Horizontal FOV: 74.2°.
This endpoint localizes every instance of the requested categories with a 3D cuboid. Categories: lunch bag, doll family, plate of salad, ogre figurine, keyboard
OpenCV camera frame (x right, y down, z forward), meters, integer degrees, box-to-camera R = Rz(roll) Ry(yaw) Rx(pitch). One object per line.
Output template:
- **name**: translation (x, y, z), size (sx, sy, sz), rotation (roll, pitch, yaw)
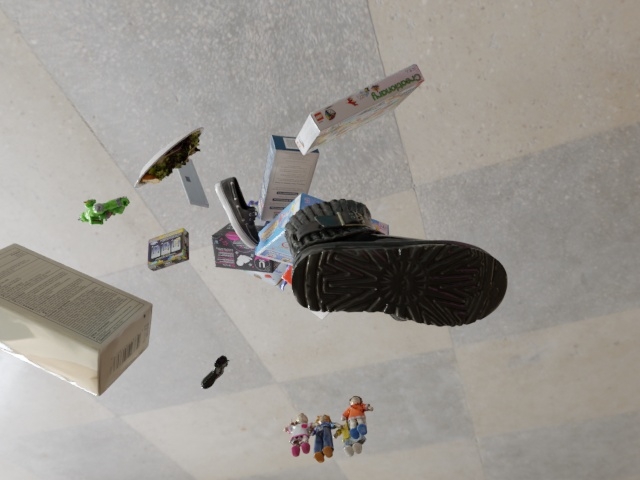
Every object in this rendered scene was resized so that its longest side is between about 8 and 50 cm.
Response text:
- **lunch bag**: translation (-0.255, 0.015, 2.135), size (0.328, 0.239, 0.385), rotation (24, 123, 7)
- **doll family**: translation (0.035, 0.538, 1.191), size (0.263, 0.163, 0.118), rotation (-19, 104, 6)
- **plate of salad**: translation (-0.326, -0.176, 0.936), size (0.200, 0.199, 0.048), rotation (-37, 103, 25)
- **ogre figurine**: translation (-0.794, -0.107, 1.541), size (0.197, 0.118, 0.096), rotation (2, 103, 30)
- **keyboard**: translation (-0.448, -0.208, 1.457), size (0.072, 0.255, 0.014), rotation (5, 134, -41)

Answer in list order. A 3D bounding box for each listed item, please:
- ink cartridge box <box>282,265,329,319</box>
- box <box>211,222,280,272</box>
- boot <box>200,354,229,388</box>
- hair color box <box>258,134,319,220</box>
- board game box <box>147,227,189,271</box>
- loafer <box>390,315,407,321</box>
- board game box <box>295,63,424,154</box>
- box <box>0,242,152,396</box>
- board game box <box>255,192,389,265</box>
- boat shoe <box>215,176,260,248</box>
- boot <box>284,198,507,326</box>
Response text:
- **ink cartridge box**: translation (-0.028, 0.176, 1.636), size (0.232, 0.066, 0.189), rotation (35, 127, -4)
- **box**: translation (-0.279, 0.027, 1.674), size (0.248, 0.163, 0.141), rotation (6, 112, 14)
- **boot**: translation (-0.404, 0.501, 1.619), size (0.045, 0.121, 0.099), rotation (36, 129, 15)
- **hair color box**: translation (-0.134, -0.235, 1.665), size (0.174, 0.105, 0.347), rotation (1, 135, -19)
- **board game box**: translation (-0.637, 0.038, 1.775), size (0.171, 0.140, 0.048), rotation (-17, 146, 8)
- **loafer**: translation (0.225, 0.196, 1.374), size (0.223, 0.076, 0.078), rotation (39, 150, -31)
- **board game box**: translation (0.092, -0.329, 1.078), size (0.306, 0.193, 0.053), rotation (-29, 92, -14)
- **box**: translation (-0.487, 0.136, 0.772), size (0.312, 0.148, 0.121), rotation (23, 120, 8)
- **board game box**: translation (0.000, 0.000, 1.315), size (0.309, 0.086, 0.302), rotation (18, 150, -26)
- **boat shoe**: translation (-0.231, -0.087, 1.277), size (0.076, 0.080, 0.228), rotation (-24, 98, 15)
- **boot**: translation (0.109, 0.021, 0.732), size (0.349, 0.260, 0.130), rotation (7, 108, -6)
